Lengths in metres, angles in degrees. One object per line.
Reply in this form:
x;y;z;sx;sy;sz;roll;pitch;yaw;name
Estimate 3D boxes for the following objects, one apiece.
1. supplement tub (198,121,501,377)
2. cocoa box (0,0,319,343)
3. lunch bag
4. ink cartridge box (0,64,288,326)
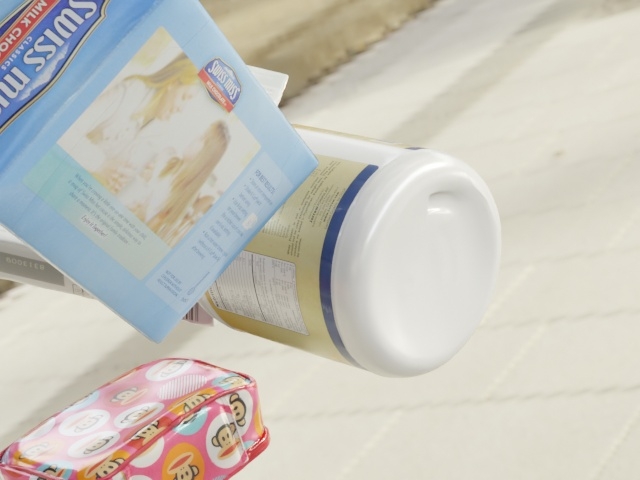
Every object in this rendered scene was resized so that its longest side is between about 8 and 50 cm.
0.000;0.000;1.680;0.316;0.228;0.228;14;35;43;supplement tub
-0.195;-0.108;1.363;0.228;0.347;0.231;40;85;27;cocoa box
-0.235;0.243;1.953;0.258;0.120;0.293;7;29;46;lunch bag
-0.232;-0.089;2.104;0.308;0.091;0.385;12;49;6;ink cartridge box
